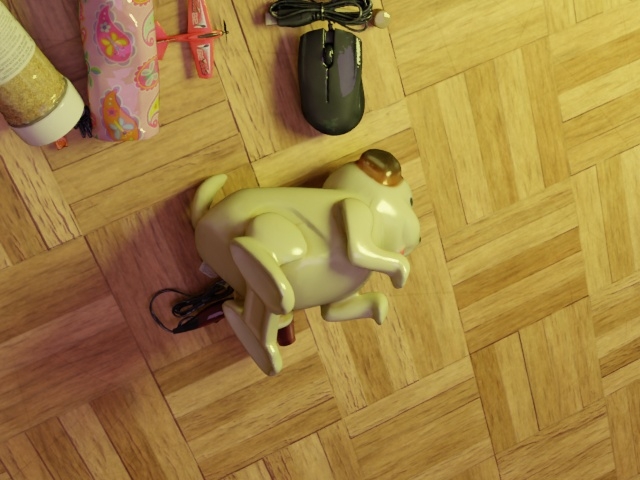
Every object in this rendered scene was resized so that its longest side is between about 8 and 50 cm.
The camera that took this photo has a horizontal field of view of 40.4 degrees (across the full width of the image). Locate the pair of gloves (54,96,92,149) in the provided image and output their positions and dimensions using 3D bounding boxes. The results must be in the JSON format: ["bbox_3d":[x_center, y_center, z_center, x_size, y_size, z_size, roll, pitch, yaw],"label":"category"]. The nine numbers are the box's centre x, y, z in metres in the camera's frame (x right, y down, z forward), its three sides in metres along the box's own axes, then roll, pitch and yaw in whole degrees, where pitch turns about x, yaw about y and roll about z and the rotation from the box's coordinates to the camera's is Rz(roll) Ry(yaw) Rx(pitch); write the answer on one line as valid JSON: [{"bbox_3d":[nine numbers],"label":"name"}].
[{"bbox_3d":[-0.430,-0.201,1.489,0.083,0.010,0.074,-24,117,-13],"label":"pair of gloves"}]

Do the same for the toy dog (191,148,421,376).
[{"bbox_3d":[0.000,0.000,1.604,0.408,0.395,0.284,-25,141,-27],"label":"toy dog"}]

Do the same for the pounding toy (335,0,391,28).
[{"bbox_3d":[0.080,-0.459,1.533,0.181,0.094,0.206,-38,121,-3],"label":"pounding toy"}]

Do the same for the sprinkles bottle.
[{"bbox_3d":[-0.503,-0.299,1.303,0.121,0.121,0.355,-37,136,-3],"label":"sprinkles bottle"}]

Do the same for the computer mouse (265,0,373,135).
[{"bbox_3d":[0.008,-0.299,1.558,0.189,0.072,0.272,-1,124,12],"label":"computer mouse"}]

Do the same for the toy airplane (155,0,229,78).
[{"bbox_3d":[-0.230,-0.347,1.494,0.151,0.028,0.151,-8,115,-19],"label":"toy airplane"}]

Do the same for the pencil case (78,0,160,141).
[{"bbox_3d":[-0.329,-0.303,1.420,0.124,0.124,0.284,-10,117,-18],"label":"pencil case"}]

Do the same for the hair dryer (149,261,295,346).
[{"bbox_3d":[-0.165,0.118,1.717,0.294,0.080,0.223,31,103,-17],"label":"hair dryer"}]
